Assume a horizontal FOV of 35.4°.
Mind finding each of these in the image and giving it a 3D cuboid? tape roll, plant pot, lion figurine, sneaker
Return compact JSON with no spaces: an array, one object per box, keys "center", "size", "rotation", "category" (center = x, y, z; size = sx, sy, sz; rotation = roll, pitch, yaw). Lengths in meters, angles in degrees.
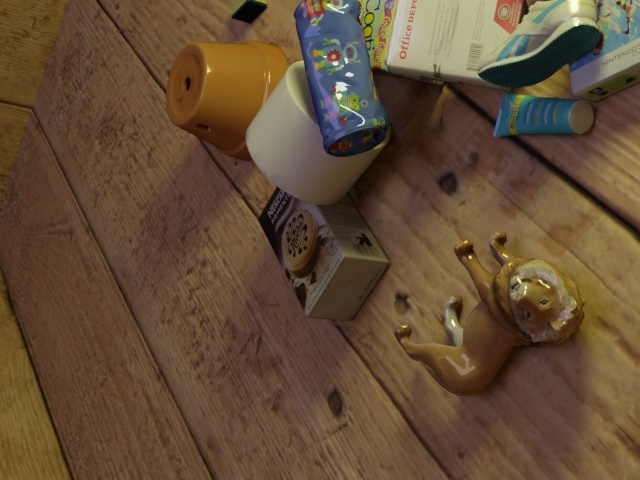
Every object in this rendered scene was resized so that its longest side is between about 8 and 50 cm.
[{"center":[-0.004,-0.215,1.993],"size":[0.169,0.246,0.246],"rotation":[-52,44,35],"category":"tape roll"},{"center":[-0.233,-0.350,2.385],"size":[0.291,0.203,0.291],"rotation":[-17,68,51],"category":"plant pot"},{"center":[0.275,0.148,1.640],"size":[0.240,0.142,0.392],"rotation":[60,144,32],"category":"lion figurine"},{"center":[0.342,-0.315,1.580],"size":[0.228,0.087,0.092],"rotation":[-25,55,47],"category":"sneaker"}]

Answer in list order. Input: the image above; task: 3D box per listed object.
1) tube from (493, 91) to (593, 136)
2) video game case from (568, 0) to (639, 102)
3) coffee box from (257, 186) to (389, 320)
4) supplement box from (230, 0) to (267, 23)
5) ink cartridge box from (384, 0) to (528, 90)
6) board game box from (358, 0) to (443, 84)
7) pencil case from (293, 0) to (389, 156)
[{"center":[0.361,-0.206,1.655],"size":[0.207,0.052,0.080],"rotation":[15,86,61],"category":"tube"},{"center":[0.476,-0.380,1.514],"size":[0.244,0.061,0.270],"rotation":[-24,64,49],"category":"video game case"},{"center":[0.000,0.000,2.046],"size":[0.168,0.118,0.297],"rotation":[-59,41,29],"category":"coffee box"},{"center":[-0.181,-0.602,2.494],"size":[0.083,0.056,0.083],"rotation":[-32,58,47],"category":"supplement box"},{"center":[0.234,-0.353,1.729],"size":[0.217,0.092,0.159],"rotation":[12,92,15],"category":"ink cartridge box"},{"center":[0.118,-0.397,1.950],"size":[0.275,0.144,0.142],"rotation":[23,103,55],"category":"board game box"},{"center":[0.040,-0.309,1.826],"size":[0.133,0.119,0.306],"rotation":[-14,77,9],"category":"pencil case"}]
